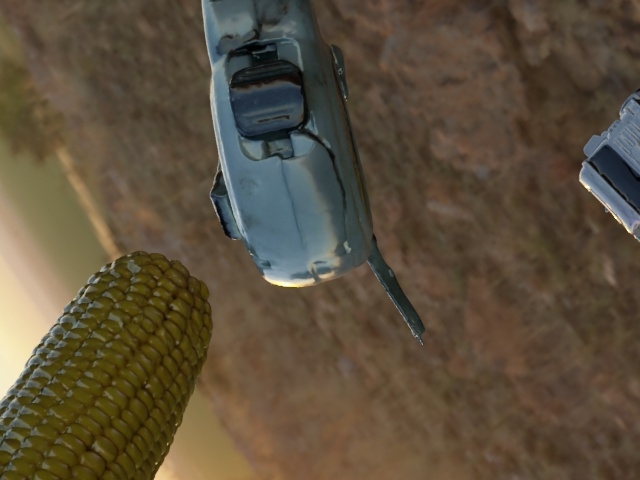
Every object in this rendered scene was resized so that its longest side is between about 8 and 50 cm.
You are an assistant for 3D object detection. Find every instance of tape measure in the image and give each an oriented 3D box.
[{"bbox_3d":[-0.001,-0.001,0.848,0.330,0.084,0.164,72,-167,-47],"label":"tape measure"}]

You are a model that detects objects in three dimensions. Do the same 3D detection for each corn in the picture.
[{"bbox_3d":[-0.189,0.167,1.065,0.144,0.387,0.144,13,132,15],"label":"corn"}]

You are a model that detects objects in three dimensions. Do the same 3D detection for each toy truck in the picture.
[{"bbox_3d":[0.327,-0.054,1.299,0.114,0.124,0.253,49,-159,26],"label":"toy truck"}]
